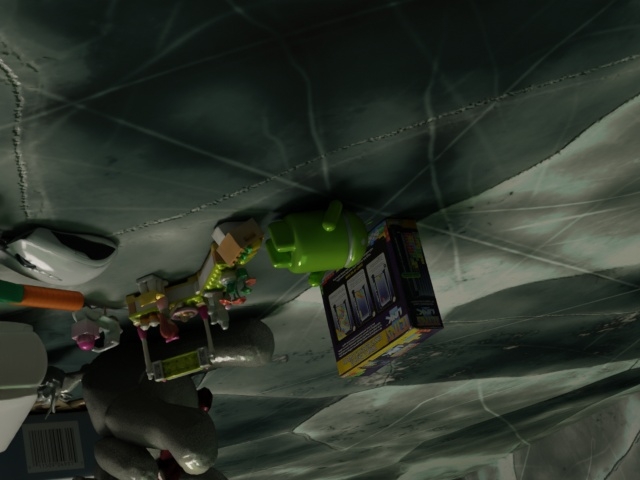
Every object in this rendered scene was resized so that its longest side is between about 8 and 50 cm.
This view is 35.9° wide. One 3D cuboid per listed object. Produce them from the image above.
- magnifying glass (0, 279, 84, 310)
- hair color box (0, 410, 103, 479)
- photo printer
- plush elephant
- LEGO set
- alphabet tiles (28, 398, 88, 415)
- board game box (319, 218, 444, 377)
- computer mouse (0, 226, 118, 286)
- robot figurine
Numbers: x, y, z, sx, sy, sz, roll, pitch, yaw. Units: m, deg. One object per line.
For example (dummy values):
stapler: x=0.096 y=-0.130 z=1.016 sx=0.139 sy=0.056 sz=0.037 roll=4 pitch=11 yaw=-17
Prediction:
magnifying glass: x=-0.316 y=0.049 z=0.966 sx=0.092 sy=0.026 sz=0.231 roll=0 pitch=171 yaw=26
hair color box: x=-0.512 y=0.393 z=1.640 sx=0.185 sy=0.114 sz=0.374 roll=4 pitch=152 yaw=-37
photo printer: x=-0.488 y=0.197 z=1.199 sx=0.256 sy=0.107 sz=0.307 roll=2 pitch=154 yaw=-27
plush elephant: x=-0.226 y=0.281 z=1.342 sx=0.329 sy=0.272 sz=0.255 roll=-3 pitch=120 yaw=13
LEGO set: x=-0.146 y=0.083 z=1.138 sx=0.287 sy=0.107 sz=0.132 roll=-26 pitch=155 yaw=29
alphabet tiles: x=-0.468 y=0.318 z=1.648 sx=0.285 sy=0.011 sz=0.342 roll=-13 pitch=158 yaw=-1
board game box: x=0.069 y=0.073 z=1.200 sx=0.048 sy=0.141 sz=0.170 roll=0 pitch=155 yaw=-32
computer mouse: x=-0.280 y=0.017 z=0.982 sx=0.106 sy=0.042 sz=0.193 roll=-30 pitch=153 yaw=33
robot figurine: x=0.000 y=0.000 z=1.078 sx=0.115 sy=0.067 sz=0.101 roll=-5 pitch=133 yaw=-20
